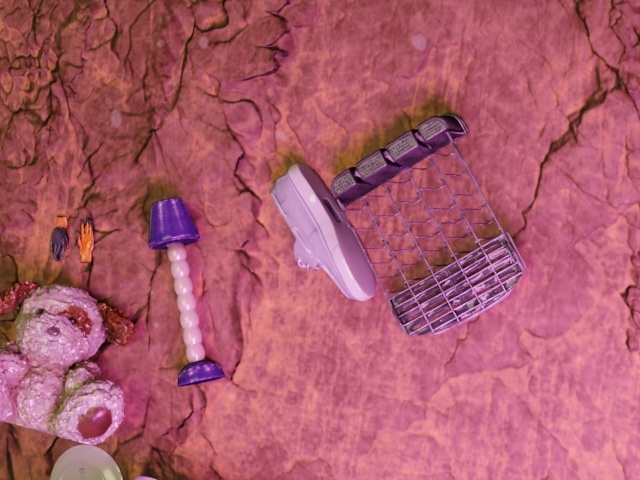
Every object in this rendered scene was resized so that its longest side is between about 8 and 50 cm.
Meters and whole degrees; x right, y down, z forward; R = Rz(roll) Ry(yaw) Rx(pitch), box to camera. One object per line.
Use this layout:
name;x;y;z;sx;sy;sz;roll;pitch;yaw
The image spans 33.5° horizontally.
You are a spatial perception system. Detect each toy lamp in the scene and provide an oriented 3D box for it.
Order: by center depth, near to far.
toy lamp;-0.201;0.073;1.566;0.080;0.080;0.274;-17;80;21

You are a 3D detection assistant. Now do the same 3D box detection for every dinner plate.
dinner plate;-0.367;0.388;1.648;0.141;0.017;0.141;-2;84;23

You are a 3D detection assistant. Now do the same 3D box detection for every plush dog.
plush dog;-0.405;0.177;1.616;0.263;0.210;0.225;16;77;-4

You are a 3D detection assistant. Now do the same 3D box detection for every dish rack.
dish rack;0.146;-0.017;1.429;0.208;0.074;0.271;-31;76;20

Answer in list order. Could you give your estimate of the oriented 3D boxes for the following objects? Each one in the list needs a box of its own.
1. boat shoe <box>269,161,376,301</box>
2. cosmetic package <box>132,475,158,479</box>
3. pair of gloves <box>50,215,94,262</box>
boat shoe;-0.001;-0.001;1.491;0.081;0.079;0.227;-39;66;23
cosmetic package;-0.188;0.571;1.324;0.330;0.327;0.393;15;105;14
pair of gloves;-0.395;-0.001;1.691;0.083;0.010;0.074;3;88;24
